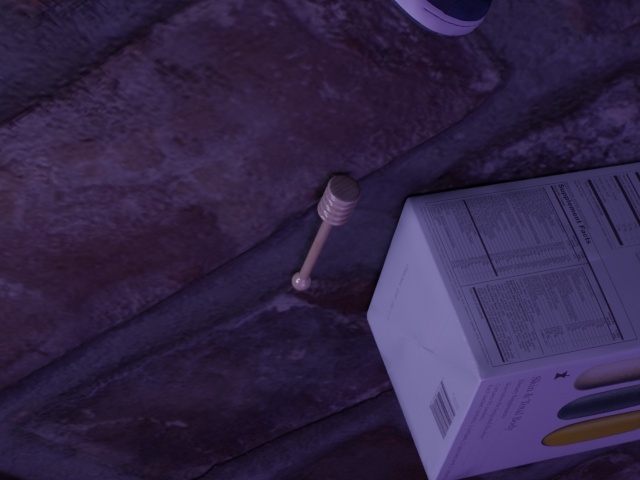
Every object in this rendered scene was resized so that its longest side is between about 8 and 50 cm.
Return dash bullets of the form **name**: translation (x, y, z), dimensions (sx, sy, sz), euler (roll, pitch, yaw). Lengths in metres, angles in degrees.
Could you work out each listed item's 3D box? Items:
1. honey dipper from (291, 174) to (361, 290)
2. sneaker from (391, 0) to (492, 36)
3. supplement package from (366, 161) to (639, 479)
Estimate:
- **honey dipper**: translation (0.000, 0.000, 1.402), dimensions (0.030, 0.030, 0.160), euler (-6, 148, -22)
- **sneaker**: translation (0.097, -0.228, 1.045), dimensions (0.163, 0.086, 0.226), euler (-34, 149, 21)
- **supplement package**: translation (0.211, 0.075, 1.475), dimensions (0.263, 0.198, 0.199), euler (-9, 147, -18)
